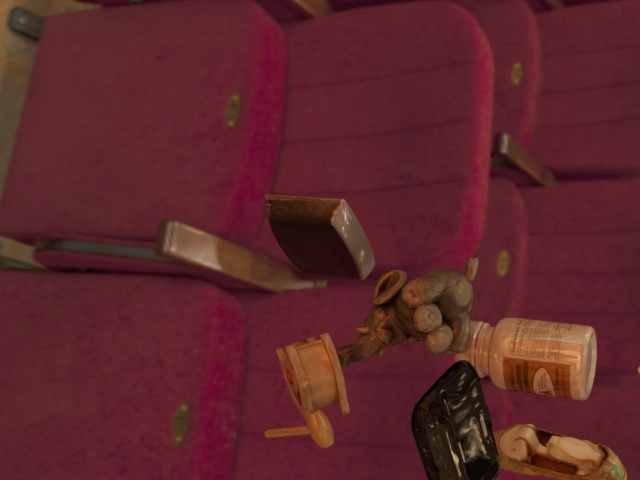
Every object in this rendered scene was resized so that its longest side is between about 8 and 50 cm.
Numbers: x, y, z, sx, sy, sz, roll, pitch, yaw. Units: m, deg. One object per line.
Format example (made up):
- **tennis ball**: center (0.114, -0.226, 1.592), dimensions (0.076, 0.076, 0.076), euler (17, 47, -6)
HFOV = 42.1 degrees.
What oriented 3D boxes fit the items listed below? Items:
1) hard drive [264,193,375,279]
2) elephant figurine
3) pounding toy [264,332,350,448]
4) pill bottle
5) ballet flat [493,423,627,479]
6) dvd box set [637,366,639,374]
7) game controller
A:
- **hard drive**: center (0.000, 0.000, 1.575), dimensions (0.254, 0.172, 0.054), euler (61, 39, -57)
- **elephant figurine**: center (0.145, 0.131, 1.482), dimensions (0.186, 0.239, 0.169), euler (0, 80, -38)
- **pounding toy**: center (-0.045, 0.244, 1.444), dimensions (0.155, 0.269, 0.154), euler (-18, 103, -11)
- **pill bottle**: center (0.365, 0.205, 1.484), dimensions (0.131, 0.229, 0.131), euler (-15, 107, -61)
- **ballet flat**: center (0.504, 0.468, 1.852), dimensions (0.123, 0.349, 0.123), euler (-9, 102, -46)
- **dvd box set**: center (0.665, 0.405, 1.302), dimensions (0.420, 0.062, 0.307), euler (51, 12, -30)
- **game controller**: center (0.246, 0.362, 1.479), dimensions (0.166, 0.067, 0.319), euler (-47, 133, -34)
